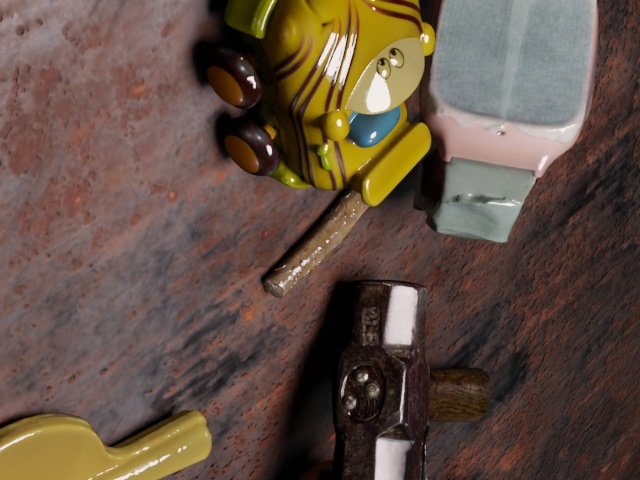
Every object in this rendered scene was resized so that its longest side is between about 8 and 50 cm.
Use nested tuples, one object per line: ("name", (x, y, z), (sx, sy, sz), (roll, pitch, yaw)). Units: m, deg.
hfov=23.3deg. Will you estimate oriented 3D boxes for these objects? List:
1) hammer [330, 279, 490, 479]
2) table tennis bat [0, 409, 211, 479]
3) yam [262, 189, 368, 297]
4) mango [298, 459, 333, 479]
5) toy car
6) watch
("hammer", (0.112, 0.176, 1.720), (0.409, 0.095, 0.242), (16, 73, -70))
("table tennis bat", (-0.220, 0.223, 1.343), (0.321, 0.050, 0.198), (-23, 131, -42))
("yam", (0.000, 0.000, 1.513), (0.145, 0.032, 0.032), (-46, 144, -23))
("mango", (0.004, 0.358, 1.702), (0.157, 0.109, 0.262), (-28, 134, -44))
("toy car", (0.019, -0.144, 1.328), (0.200, 0.142, 0.248), (-47, 146, -25))
("watch", (0.168, -0.127, 1.511), (0.241, 0.161, 0.253), (99, 3, -73))
